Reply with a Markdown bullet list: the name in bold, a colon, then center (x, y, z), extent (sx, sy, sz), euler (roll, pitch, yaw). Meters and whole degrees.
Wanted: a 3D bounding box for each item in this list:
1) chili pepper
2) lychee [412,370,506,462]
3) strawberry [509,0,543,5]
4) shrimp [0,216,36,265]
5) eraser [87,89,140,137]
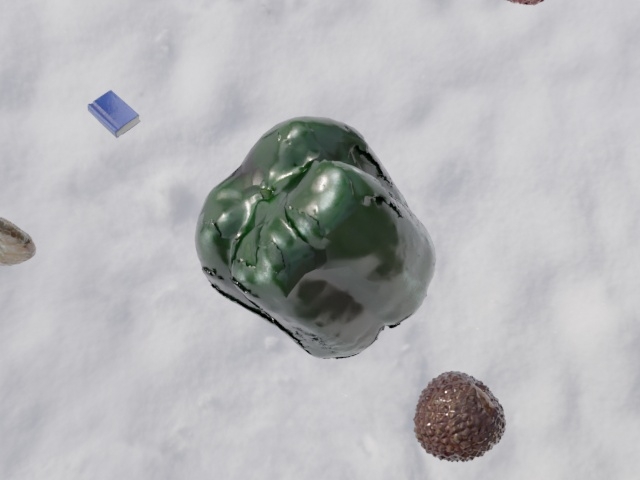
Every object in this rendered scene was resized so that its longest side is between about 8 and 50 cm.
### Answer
- **chili pepper**: center (0.000, 0.000, 0.592), extent (0.249, 0.233, 0.256), euler (-52, 145, -3)
- **lychee**: center (0.279, 0.368, 1.042), extent (0.188, 0.188, 0.188), euler (1, 86, -16)
- **strawberry**: center (0.306, -0.409, 0.720), extent (0.145, 0.086, 0.145), euler (5, 107, 17)
- **shrimp**: center (-0.454, -0.024, 0.595), extent (0.223, 0.126, 0.048), euler (19, 56, -22)
- **eraser**: center (-0.416, -0.255, 1.024), extent (0.084, 0.027, 0.063), euler (42, 67, 7)
